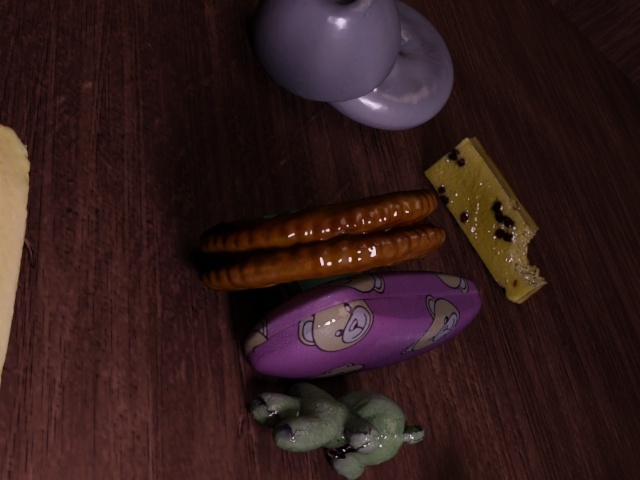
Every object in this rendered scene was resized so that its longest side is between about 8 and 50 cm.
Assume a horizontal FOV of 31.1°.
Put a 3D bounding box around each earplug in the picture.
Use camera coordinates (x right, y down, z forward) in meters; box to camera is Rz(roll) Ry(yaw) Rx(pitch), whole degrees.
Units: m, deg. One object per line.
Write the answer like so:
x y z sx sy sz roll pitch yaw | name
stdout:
0.052 -0.253 1.442 0.325 0.175 0.214 9 51 -56 | earplug

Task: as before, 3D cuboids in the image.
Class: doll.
0.007 0.162 0.981 0.150 0.077 0.115 13 7 -38 | doll

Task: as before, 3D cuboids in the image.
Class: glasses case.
0.049 0.078 1.076 0.316 0.123 0.076 1 61 -59 | glasses case

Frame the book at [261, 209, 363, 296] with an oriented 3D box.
-0.009 0.013 1.185 0.103 0.017 0.135 60 27 10 | book

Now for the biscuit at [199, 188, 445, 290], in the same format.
0.000 0.000 0.996 0.220 0.220 0.066 -7 87 -61 | biscuit

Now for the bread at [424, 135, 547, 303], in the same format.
0.235 -0.028 1.565 0.226 0.088 0.049 57 24 12 | bread

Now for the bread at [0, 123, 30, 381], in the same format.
-0.230 0.063 0.591 0.168 0.163 0.264 16 44 -53 | bread
